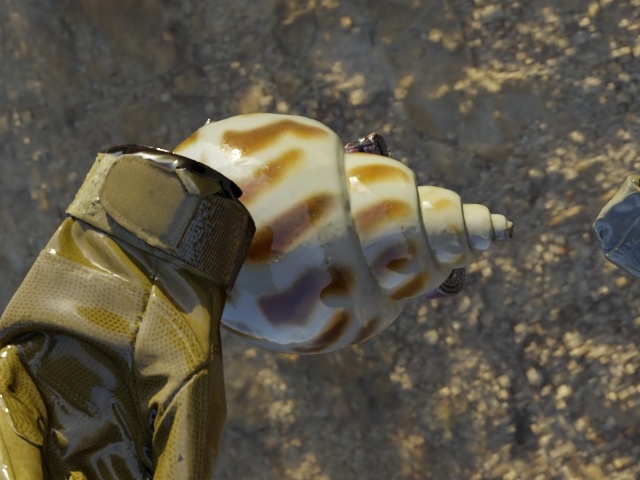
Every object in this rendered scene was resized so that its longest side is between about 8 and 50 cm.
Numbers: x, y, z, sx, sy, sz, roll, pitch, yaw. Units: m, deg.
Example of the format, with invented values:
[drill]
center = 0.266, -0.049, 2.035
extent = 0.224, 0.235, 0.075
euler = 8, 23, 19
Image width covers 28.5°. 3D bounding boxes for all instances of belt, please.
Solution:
[belt]
center = 0.101, -0.023, 1.547
extent = 0.053, 0.071, 0.232
euler = -15, 115, 45

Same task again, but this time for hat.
[hat]
center = 0.383, 0.032, 1.208
extent = 0.149, 0.214, 0.244
euler = -58, 40, 40

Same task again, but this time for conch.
[conch]
center = 0.000, 0.000, 0.967
extent = 0.149, 0.275, 0.183
euler = -116, 13, -50

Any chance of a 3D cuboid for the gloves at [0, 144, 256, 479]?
[gloves]
center = -0.134, 0.105, 0.784
extent = 0.141, 0.154, 0.331
euler = -5, 63, 49
